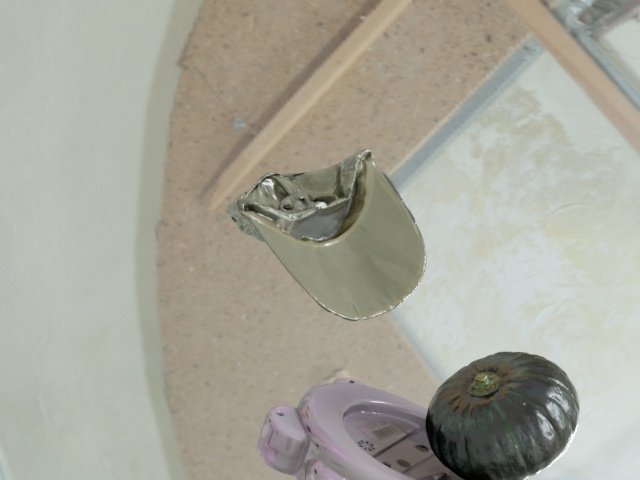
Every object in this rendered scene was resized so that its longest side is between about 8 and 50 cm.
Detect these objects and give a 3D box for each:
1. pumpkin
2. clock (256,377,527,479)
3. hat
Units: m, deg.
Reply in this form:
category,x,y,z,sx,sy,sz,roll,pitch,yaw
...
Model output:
category,x,y,z,sx,sy,sz,roll,pitch,yaw
pumpkin,0.231,0.225,1.341,0.202,0.202,0.140,-18,-65,32
clock,0.096,0.310,1.406,0.322,0.296,0.113,29,-69,25
hat,0.000,0.000,1.357,0.244,0.214,0.149,65,-27,6
